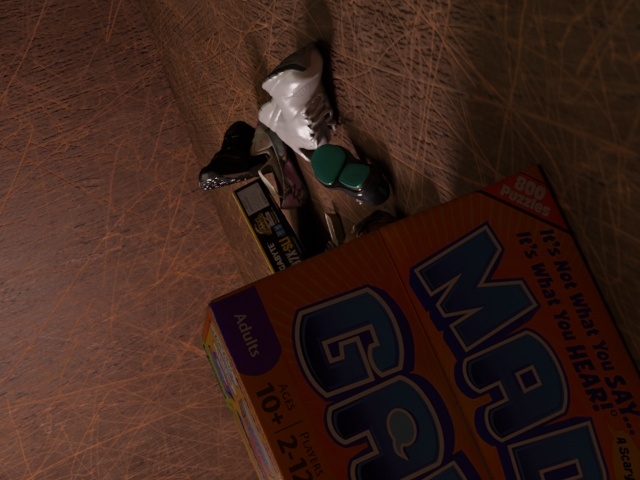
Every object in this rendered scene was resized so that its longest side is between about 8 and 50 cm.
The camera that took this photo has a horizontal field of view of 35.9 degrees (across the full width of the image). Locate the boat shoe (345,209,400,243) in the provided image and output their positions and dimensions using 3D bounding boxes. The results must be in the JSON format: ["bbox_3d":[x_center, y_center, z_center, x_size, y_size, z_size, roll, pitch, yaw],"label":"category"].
[{"bbox_3d":[0.081,0.012,1.476,0.104,0.110,0.307,64,168,10],"label":"boat shoe"}]

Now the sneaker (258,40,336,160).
[{"bbox_3d":[-0.021,-0.220,1.589,0.129,0.111,0.297,50,170,7],"label":"sneaker"}]

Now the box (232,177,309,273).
[{"bbox_3d":[-0.065,0.045,2.147,0.257,0.079,0.322,59,179,27],"label":"box"}]

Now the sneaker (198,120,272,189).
[{"bbox_3d":[-0.184,-0.183,2.070,0.283,0.107,0.124,-28,-76,-66],"label":"sneaker"}]

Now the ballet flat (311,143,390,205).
[{"bbox_3d":[0.049,-0.097,1.532,0.203,0.074,0.074,34,146,61],"label":"ballet flat"}]

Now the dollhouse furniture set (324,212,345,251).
[{"bbox_3d":[0.000,0.000,1.901,0.091,0.081,0.114,-132,22,-58],"label":"dollhouse furniture set"}]

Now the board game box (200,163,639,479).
[{"bbox_3d":[0.102,0.181,1.084,0.356,0.356,0.357,127,120,-77],"label":"board game box"}]

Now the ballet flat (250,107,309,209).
[{"bbox_3d":[-0.097,-0.167,2.032,0.222,0.079,0.077,68,161,-3],"label":"ballet flat"}]
